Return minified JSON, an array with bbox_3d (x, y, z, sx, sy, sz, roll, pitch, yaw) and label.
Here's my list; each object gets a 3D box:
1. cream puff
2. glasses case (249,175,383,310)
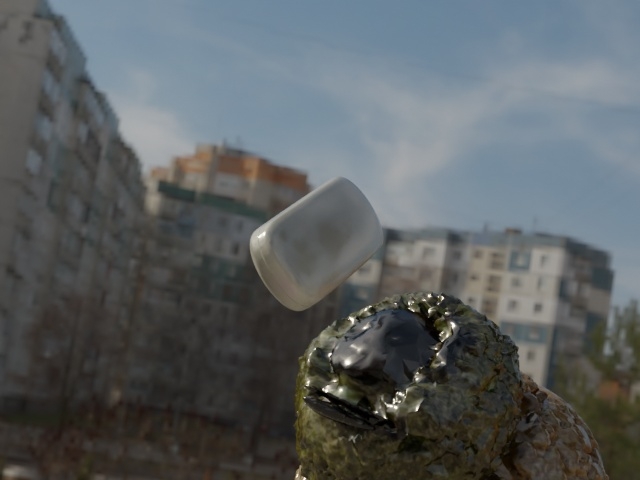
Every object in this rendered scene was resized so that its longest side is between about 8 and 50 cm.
[{"bbox_3d":[0.050,0.110,0.715,0.183,0.183,0.169,5,-48,29],"label":"cream puff"},{"bbox_3d":[0.000,0.000,1.162,0.049,0.076,0.197,-32,4,27],"label":"glasses case"}]
